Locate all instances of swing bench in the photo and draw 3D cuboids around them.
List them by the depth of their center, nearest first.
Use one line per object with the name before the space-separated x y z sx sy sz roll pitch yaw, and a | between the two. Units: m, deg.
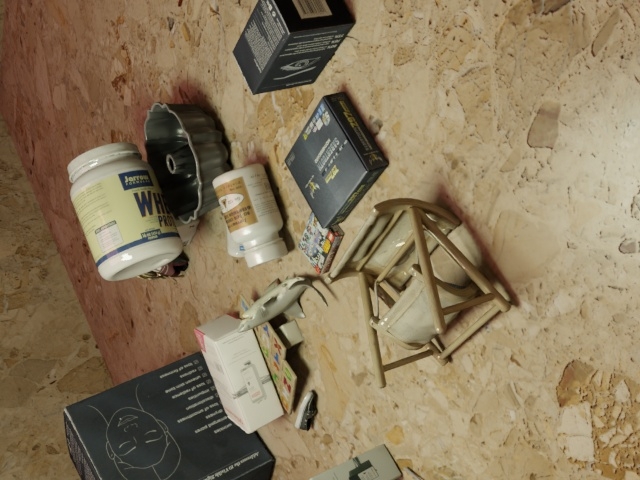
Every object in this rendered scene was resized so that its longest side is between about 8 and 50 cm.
swing bench | 0.162 0.087 1.342 0.254 0.165 0.253 64 149 22

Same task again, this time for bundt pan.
bundt pan | -0.348 -0.219 1.998 0.331 0.124 0.330 33 133 45

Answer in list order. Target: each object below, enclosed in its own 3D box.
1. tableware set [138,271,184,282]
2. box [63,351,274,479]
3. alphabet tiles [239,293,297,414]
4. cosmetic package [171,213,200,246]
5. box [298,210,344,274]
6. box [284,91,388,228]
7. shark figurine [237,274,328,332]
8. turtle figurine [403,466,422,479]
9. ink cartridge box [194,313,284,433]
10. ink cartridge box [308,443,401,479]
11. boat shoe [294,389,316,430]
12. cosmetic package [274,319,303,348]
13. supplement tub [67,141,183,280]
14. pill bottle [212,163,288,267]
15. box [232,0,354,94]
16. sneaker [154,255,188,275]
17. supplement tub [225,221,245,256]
tableware set | -0.536 0.102 2.380 0.128 0.194 0.039 33 103 21
box | -0.476 0.678 2.325 0.472 0.480 0.297 47 143 35
alphabet tiles | -0.147 0.310 2.010 0.285 0.011 0.342 53 155 27
cosmetic package | -0.481 -0.077 2.249 0.183 0.151 0.151 60 146 18
box | 0.000 0.000 1.666 0.094 0.027 0.137 52 143 27
box | 0.025 -0.158 1.515 0.183 0.059 0.232 60 147 15
shark figurine | -0.066 0.147 1.811 0.278 0.166 0.116 -32 105 40
turtle figurine | 0.215 0.620 1.542 0.266 0.198 0.274 46 154 10
ink cartridge box | -0.231 0.366 2.083 0.207 0.117 0.283 8 119 64
ink cartridge box | 0.060 0.562 1.698 0.087 0.208 0.153 60 146 24
boat shoe | -0.033 0.444 1.939 0.040 0.049 0.142 23 130 9
cosmetic package | -0.093 0.251 1.927 0.115 0.041 0.060 -35 78 57
supplement tub | -0.533 -0.077 2.017 0.235 0.235 0.324 -34 77 57
pill bottle | -0.163 -0.058 1.788 0.131 0.131 0.229 -21 88 58
box | -0.057 -0.388 1.432 0.108 0.153 0.207 65 147 11
sneaker | -0.503 0.040 2.400 0.106 0.162 0.281 -56 20 21
supplement tub | -0.210 -0.019 1.940 0.071 0.071 0.107 34 133 45
